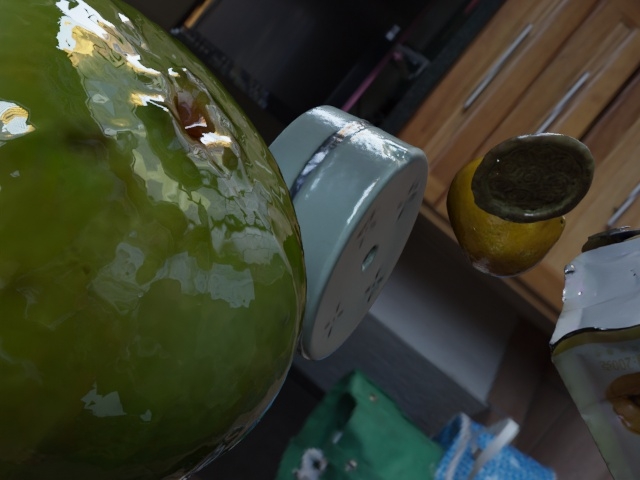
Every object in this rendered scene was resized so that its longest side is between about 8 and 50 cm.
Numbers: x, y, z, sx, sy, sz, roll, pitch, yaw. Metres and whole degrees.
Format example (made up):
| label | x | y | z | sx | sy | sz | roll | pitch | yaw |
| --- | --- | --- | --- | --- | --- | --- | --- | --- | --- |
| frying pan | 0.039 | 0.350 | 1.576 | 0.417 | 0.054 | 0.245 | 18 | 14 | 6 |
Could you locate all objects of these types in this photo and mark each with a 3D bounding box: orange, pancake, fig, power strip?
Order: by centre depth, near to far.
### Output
| label | x | y | z | sx | sy | sz | roll | pitch | yaw |
| --- | --- | --- | --- | --- | --- | --- | --- | --- | --- |
| fig | -0.176 | 0.015 | 0.505 | 0.316 | 0.316 | 0.316 | -50 | 4 | 5 |
| pancake | 0.187 | -0.053 | 0.811 | 0.115 | 0.115 | 0.011 | -47 | 31 | 37 |
| orange | 0.224 | -0.032 | 1.118 | 0.134 | 0.154 | 0.154 | -14 | 14 | 12 |
| power strip | 0.000 | 0.000 | 1.300 | 0.357 | 0.161 | 0.357 | -53 | -19 | -27 |

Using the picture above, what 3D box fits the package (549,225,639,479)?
| label | x | y | z | sx | sy | sz | roll | pitch | yaw |
| --- | --- | --- | --- | --- | --- | --- | --- | --- | --- |
| package | 0.345 | 0.055 | 0.664 | 0.311 | 0.221 | 0.165 | -15 | 38 | 28 |
